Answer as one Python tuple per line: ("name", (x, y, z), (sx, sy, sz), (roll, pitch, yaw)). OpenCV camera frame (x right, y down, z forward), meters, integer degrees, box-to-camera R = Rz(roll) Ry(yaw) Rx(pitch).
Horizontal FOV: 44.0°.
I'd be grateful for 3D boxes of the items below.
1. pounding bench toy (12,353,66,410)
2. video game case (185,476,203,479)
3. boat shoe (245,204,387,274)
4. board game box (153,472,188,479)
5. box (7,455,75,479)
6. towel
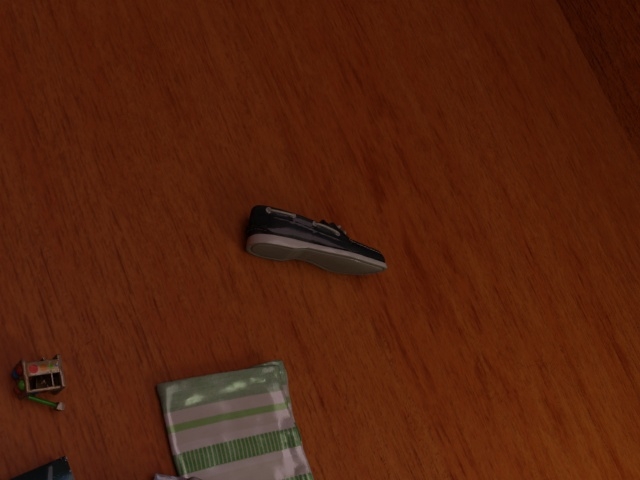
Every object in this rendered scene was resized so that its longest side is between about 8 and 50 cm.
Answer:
("pounding bench toy", (-0.425, 0.221, 1.196), (0.065, 0.052, 0.083), (-4, 70, -36))
("video game case", (-0.083, 0.542, 1.167), (0.329, 0.036, 0.300), (31, 37, -23))
("boat shoe", (0.000, 0.000, 1.560), (0.302, 0.114, 0.091), (15, 65, -29))
("board game box", (-0.223, 0.415, 1.235), (0.090, 0.020, 0.090), (13, 68, -9))
("box", (-0.437, 0.420, 1.093), (0.233, 0.044, 0.159), (-17, 78, -39))
("towel", (-0.124, 0.376, 1.336), (0.248, 0.038, 0.324), (-5, 71, -35))
